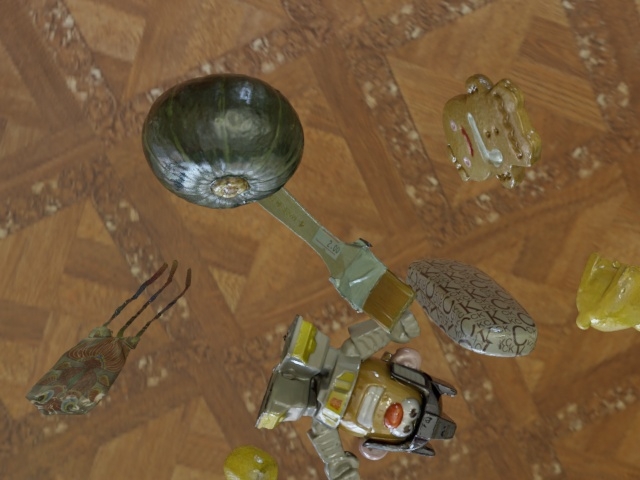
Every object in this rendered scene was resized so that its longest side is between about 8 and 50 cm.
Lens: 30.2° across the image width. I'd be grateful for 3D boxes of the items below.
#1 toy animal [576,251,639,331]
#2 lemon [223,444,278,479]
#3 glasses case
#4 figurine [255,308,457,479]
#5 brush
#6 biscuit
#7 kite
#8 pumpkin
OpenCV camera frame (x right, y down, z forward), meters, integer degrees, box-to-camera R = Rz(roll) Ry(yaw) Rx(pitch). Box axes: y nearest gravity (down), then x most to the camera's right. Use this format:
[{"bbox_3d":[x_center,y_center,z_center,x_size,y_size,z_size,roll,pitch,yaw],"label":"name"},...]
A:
[{"bbox_3d":[0.346,0.074,1.290,0.159,0.070,0.083,19,95,-36],"label":"toy animal"},{"bbox_3d":[-0.125,0.398,2.074,0.082,0.111,0.082,-30,129,-45],"label":"lemon"},{"bbox_3d":[0.254,0.109,2.028,0.137,0.354,0.085,5,108,-17],"label":"glasses case"},{"bbox_3d":[0.062,0.230,1.785,0.309,0.143,0.308,1,125,2],"label":"figurine"},{"bbox_3d":[0.000,0.000,1.694,0.085,0.336,0.020,-56,153,15],"label":"brush"},{"bbox_3d":[0.255,-0.166,1.843,0.035,0.249,0.184,-23,96,-21],"label":"biscuit"},{"bbox_3d":[-0.221,0.107,1.295,0.229,0.127,0.016,-49,127,-24],"label":"kite"},{"bbox_3d":[-0.100,-0.102,1.219,0.167,0.125,0.167,-18,156,-9],"label":"pumpkin"}]
